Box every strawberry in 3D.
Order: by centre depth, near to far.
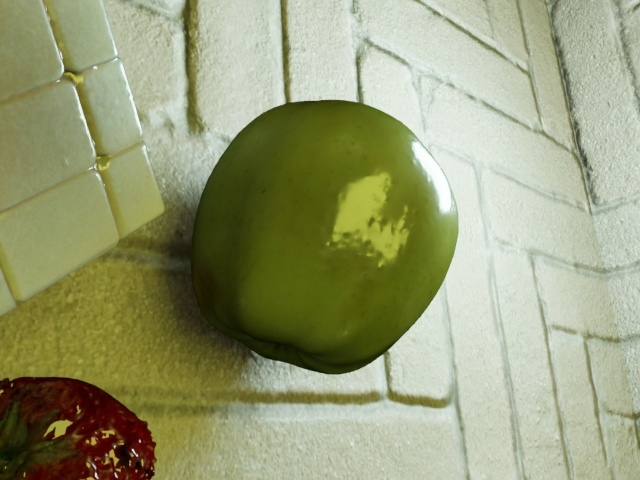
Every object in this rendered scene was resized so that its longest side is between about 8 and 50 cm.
[{"bbox_3d":[-0.332,0.308,0.850,0.220,0.274,0.274,76,23,-53],"label":"strawberry"}]

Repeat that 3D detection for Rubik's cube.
[{"bbox_3d":[-0.428,-0.117,0.776,0.319,0.322,0.315,-41,129,-46],"label":"Rubik's cube"}]

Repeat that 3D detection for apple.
[{"bbox_3d":[0.000,0.000,1.149,0.474,0.474,0.473,20,60,-39],"label":"apple"}]
